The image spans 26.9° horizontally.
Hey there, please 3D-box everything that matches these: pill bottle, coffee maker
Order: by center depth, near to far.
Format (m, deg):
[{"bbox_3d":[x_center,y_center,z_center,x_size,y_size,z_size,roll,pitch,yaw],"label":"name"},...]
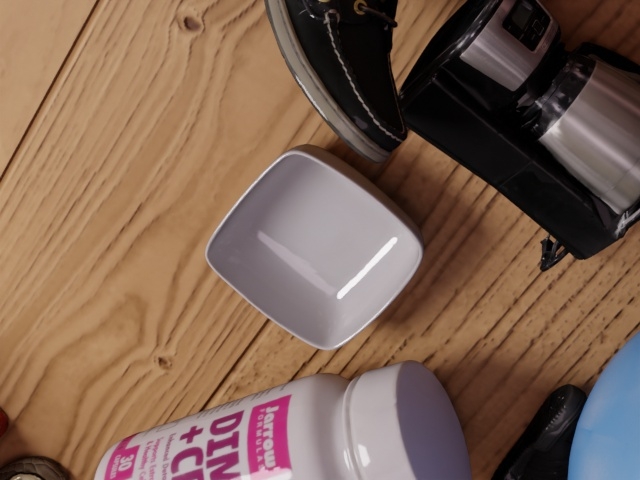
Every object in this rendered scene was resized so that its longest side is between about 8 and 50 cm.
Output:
[{"bbox_3d":[0.142,-0.074,0.931,0.178,0.120,0.171,37,120,-6],"label":"coffee maker"},{"bbox_3d":[-0.031,0.201,1.097,0.283,0.160,0.160,-21,110,22],"label":"pill bottle"}]

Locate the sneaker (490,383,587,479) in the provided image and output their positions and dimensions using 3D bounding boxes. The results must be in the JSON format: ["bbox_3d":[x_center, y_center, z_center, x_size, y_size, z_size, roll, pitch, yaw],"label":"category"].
[{"bbox_3d":[0.199,0.194,1.101,0.089,0.051,0.170,28,125,-2],"label":"sneaker"}]

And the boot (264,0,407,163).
[{"bbox_3d":[0.052,-0.186,0.862,0.178,0.085,0.236,-28,65,21],"label":"boot"}]

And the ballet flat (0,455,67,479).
[{"bbox_3d":[-0.329,0.299,1.261,0.250,0.058,0.084,-44,89,16],"label":"ballet flat"}]

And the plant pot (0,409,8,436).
[{"bbox_3d":[-0.488,0.183,1.159,0.267,0.236,0.267,-31,106,26],"label":"plant pot"}]

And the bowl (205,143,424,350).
[{"bbox_3d":[0.000,0.000,1.044,0.142,0.053,0.142,39,120,-7],"label":"bowl"}]

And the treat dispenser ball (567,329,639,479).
[{"bbox_3d":[0.316,0.172,0.920,0.288,0.288,0.288,6,118,11],"label":"treat dispenser ball"}]
